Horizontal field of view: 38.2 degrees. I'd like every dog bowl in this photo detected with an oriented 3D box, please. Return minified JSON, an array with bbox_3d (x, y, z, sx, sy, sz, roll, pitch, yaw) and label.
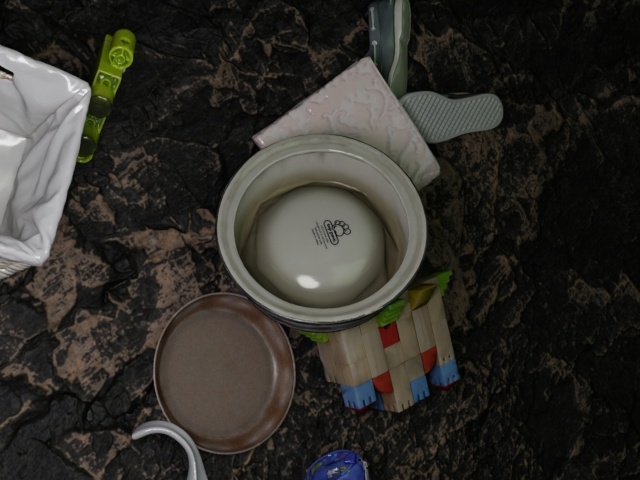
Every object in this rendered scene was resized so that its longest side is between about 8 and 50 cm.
[{"bbox_3d":[0.000,0.000,1.827,0.408,0.150,0.408,1,64,-2],"label":"dog bowl"}]

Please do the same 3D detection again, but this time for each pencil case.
[{"bbox_3d":[0.095,0.562,1.877,0.306,0.133,0.119,57,22,-11],"label":"pencil case"}]

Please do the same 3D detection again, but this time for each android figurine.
[{"bbox_3d":[-0.397,-0.267,1.676,0.056,0.248,0.273,20,29,-18],"label":"android figurine"}]

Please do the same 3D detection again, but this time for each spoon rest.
[{"bbox_3d":[-0.237,0.445,1.685,0.084,0.137,0.276,-30,97,6],"label":"spoon rest"}]

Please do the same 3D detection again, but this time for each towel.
[{"bbox_3d":[0.060,-0.185,2.023,0.332,0.053,0.317,-37,101,-14],"label":"towel"}]

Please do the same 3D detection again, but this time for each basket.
[{"bbox_3d":[-0.590,-0.136,1.488,0.328,0.266,0.331,21,69,-29],"label":"basket"}]

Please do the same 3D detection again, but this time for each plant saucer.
[{"bbox_3d":[-0.190,0.258,1.803,0.310,0.050,0.311,8,74,-32],"label":"plant saucer"}]

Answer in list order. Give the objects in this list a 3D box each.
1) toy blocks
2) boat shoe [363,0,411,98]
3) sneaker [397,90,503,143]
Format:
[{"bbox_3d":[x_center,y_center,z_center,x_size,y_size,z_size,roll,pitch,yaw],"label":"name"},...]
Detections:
[{"bbox_3d":[0.146,0.243,1.978,0.381,0.190,0.261,-20,101,-36],"label":"toy blocks"},{"bbox_3d":[0.148,-0.418,2.182,0.116,0.099,0.319,16,79,-69],"label":"boat shoe"},{"bbox_3d":[0.275,-0.294,2.207,0.321,0.127,0.126,-5,97,-31],"label":"sneaker"}]
